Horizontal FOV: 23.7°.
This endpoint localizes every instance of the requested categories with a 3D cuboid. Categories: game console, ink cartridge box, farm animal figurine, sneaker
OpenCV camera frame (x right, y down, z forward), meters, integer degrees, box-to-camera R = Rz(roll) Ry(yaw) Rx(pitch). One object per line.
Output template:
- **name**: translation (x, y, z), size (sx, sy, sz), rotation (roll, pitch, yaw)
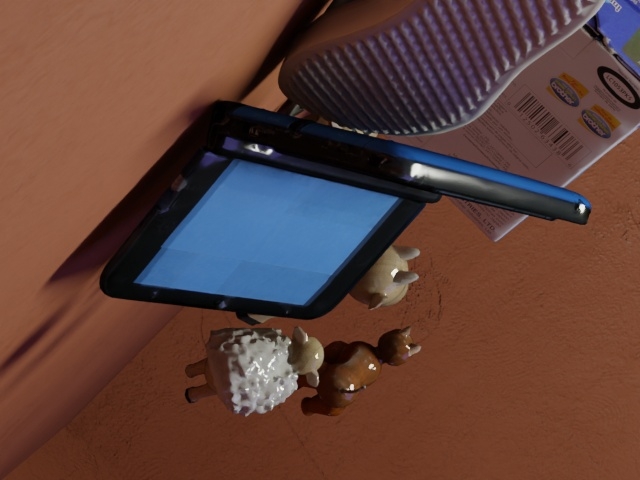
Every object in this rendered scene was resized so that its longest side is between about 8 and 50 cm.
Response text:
- **game console**: translation (0.025, 0.004, 1.186), size (0.293, 0.250, 0.173), rotation (9, 97, -52)
- **ink cartridge box**: translation (0.229, -0.205, 1.632), size (0.151, 0.270, 0.395), rotation (-46, -179, -35)
- **farm animal figurine**: translation (0.000, 0.000, 1.478), size (0.172, 0.330, 0.327), rotation (-17, 167, 34)
- **sneaker**: translation (0.098, -0.186, 1.079), size (0.366, 0.135, 0.150), rotation (-24, -139, 56)

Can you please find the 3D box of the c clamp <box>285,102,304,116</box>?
- **c clamp**: translation (0.029, -0.182, 1.531), size (0.160, 0.022, 0.137), rotation (-45, 180, 16)
